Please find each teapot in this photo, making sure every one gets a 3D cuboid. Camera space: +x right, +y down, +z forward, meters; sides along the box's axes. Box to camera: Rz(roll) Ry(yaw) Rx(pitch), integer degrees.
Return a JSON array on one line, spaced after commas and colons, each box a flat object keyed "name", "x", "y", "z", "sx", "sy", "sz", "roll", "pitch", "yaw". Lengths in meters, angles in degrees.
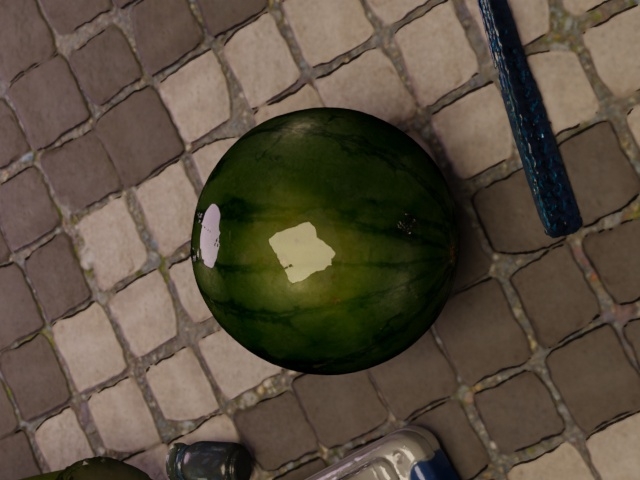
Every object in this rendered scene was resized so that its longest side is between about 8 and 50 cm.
[{"name": "teapot", "x": -0.109, "y": 0.231, "z": 1.654, "sx": 0.083, "sy": 0.063, "sz": 0.049, "roll": 0, "pitch": 65, "yaw": 30}]

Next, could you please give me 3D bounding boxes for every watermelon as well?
[{"name": "watermelon", "x": 0.004, "y": 0.000, "z": 1.454, "sx": 0.242, "sy": 0.242, "sz": 0.242, "roll": 4, "pitch": 98, "yaw": 27}]

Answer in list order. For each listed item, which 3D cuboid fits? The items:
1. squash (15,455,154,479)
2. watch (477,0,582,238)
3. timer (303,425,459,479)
[{"name": "squash", "x": -0.327, "y": 0.387, "z": 1.663, "sx": 0.384, "sy": 0.263, "sz": 0.263, "roll": -23, "pitch": 86, "yaw": 28}, {"name": "watch", "x": 0.218, "y": -0.190, "z": 1.422, "sx": 0.274, "sy": 0.068, "sz": 0.276, "roll": 48, "pitch": 114, "yaw": 9}, {"name": "timer", "x": 0.035, "y": 0.305, "z": 1.566, "sx": 0.253, "sy": 0.078, "sz": 0.178, "roll": -33, "pitch": 82, "yaw": 26}]
